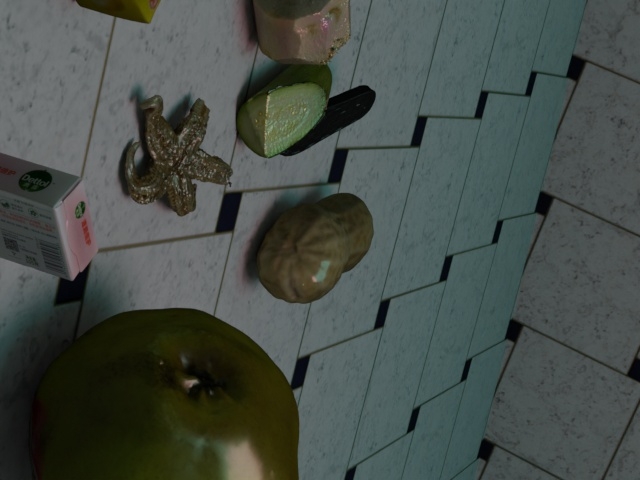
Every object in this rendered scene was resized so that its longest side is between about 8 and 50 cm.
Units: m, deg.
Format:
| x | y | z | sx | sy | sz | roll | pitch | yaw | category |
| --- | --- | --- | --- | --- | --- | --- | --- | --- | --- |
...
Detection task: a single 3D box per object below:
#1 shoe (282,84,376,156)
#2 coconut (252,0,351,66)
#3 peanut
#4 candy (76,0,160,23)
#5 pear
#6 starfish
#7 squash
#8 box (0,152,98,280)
| x | y | z | sx | sy | sz | roll | pitch | yaw | category |
| --- | --- | --- | --- | --- | --- | --- | --- | --- | --- |
| -0.008 | -0.166 | 1.777 | 0.179 | 0.049 | 0.071 | -28 | 150 | -33 | shoe |
| -0.021 | -0.271 | 1.576 | 0.116 | 0.116 | 0.122 | -58 | 156 | -34 | coconut |
| 0.000 | 0.000 | 1.845 | 0.256 | 0.123 | 0.124 | -41 | 143 | -58 | peanut |
| -0.152 | -0.350 | 1.215 | 0.276 | 0.088 | 0.146 | -65 | 159 | -17 | candy |
| -0.167 | 0.230 | 1.406 | 0.287 | 0.287 | 0.375 | -53 | 169 | -41 | pear |
| -0.152 | -0.091 | 1.472 | 0.210 | 0.053 | 0.150 | 71 | 37 | -55 | starfish |
| -0.024 | -0.186 | 1.687 | 0.200 | 0.075 | 0.090 | -53 | 126 | -44 | squash |
| -0.257 | -0.024 | 1.154 | 0.089 | 0.125 | 0.043 | 88 | 27 | -44 | box |
